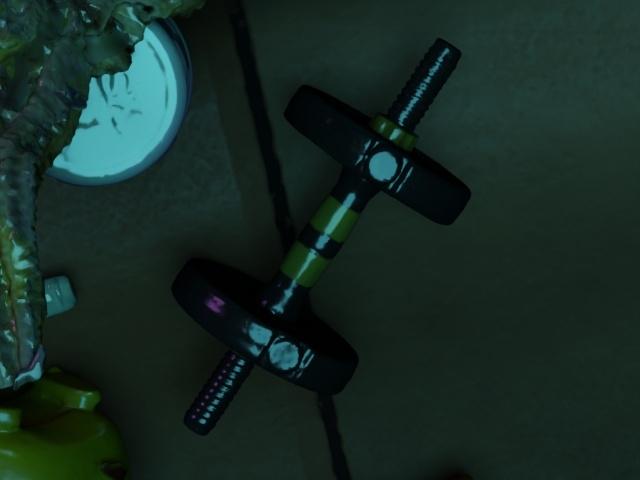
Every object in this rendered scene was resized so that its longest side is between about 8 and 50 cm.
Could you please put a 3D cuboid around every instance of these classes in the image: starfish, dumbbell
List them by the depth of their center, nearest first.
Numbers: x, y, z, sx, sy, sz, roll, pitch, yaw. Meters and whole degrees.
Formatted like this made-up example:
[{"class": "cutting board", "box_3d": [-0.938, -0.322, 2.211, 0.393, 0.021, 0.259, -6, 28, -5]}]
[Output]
[{"class": "starfish", "box_3d": [-0.160, -0.186, 1.006, 0.398, 0.132, 0.384, -43, 100, -15]}, {"class": "dumbbell", "box_3d": [0.000, 0.000, 1.220, 0.143, 0.143, 0.325, 32, 97, -11]}]

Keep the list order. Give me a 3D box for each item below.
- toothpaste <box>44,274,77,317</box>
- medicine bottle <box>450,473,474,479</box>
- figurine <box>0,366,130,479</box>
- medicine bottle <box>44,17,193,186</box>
[{"class": "toothpaste", "box_3d": [-0.298, 0.075, 1.268, 0.255, 0.037, 0.067, -17, 103, 3]}, {"class": "medicine bottle", "box_3d": [0.051, 0.260, 1.305, 0.192, 0.096, 0.096, -30, 103, 3]}, {"class": "figurine", "box_3d": [-0.218, 0.256, 1.252, 0.169, 0.218, 0.327, 27, 110, 31]}, {"class": "medicine bottle", "box_3d": [-0.149, -0.109, 1.170, 0.135, 0.168, 0.135, -1, 102, -6]}]
